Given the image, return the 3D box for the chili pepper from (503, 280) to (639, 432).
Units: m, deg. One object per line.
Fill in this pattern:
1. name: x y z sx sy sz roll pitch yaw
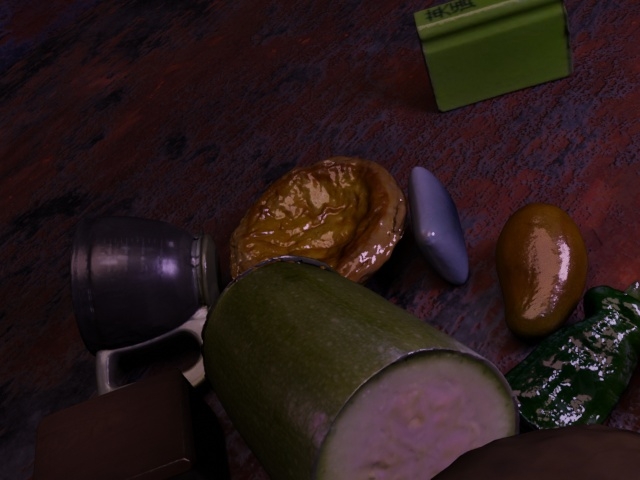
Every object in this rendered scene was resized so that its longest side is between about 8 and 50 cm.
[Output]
1. chili pepper: 0.355 0.156 0.953 0.270 0.099 0.136 -44 46 -18

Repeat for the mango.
1. mango: 0.331 0.045 1.072 0.136 0.099 0.227 3 58 19

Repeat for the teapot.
1. teapot: -0.282 0.096 1.185 0.240 0.239 0.321 -6 41 -1

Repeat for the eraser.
1. eraser: 0.338 -0.383 1.390 0.274 0.210 0.092 -15 45 11

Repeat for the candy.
1. candy: 0.190 -0.025 1.166 0.071 0.138 0.174 -24 42 21

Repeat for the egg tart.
1. egg tart: 0.001 -0.003 1.230 0.341 0.129 0.341 -13 46 13

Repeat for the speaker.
1. speaker: -0.266 0.319 1.020 0.231 0.153 0.192 -21 44 2

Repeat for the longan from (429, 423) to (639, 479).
1. longan: 0.219 0.370 0.592 0.404 0.403 0.436 12 40 31

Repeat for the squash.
1. squash: 0.017 0.182 0.887 0.263 0.263 0.384 -37 27 -13
